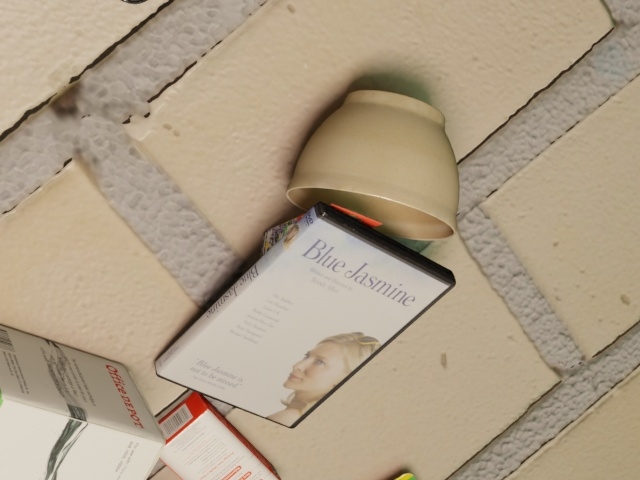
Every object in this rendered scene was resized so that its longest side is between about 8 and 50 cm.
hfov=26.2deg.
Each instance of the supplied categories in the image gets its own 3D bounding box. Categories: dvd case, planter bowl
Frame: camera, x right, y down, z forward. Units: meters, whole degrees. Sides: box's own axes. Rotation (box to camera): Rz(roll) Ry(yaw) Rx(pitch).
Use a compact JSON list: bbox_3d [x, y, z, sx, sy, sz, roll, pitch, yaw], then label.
[{"bbox_3d":[-0.015,0.081,1.332,0.180,0.022,0.253,27,121,-34],"label":"dvd case"},{"bbox_3d":[0.058,-0.074,1.279,0.162,0.162,0.109,21,77,-31],"label":"planter bowl"}]

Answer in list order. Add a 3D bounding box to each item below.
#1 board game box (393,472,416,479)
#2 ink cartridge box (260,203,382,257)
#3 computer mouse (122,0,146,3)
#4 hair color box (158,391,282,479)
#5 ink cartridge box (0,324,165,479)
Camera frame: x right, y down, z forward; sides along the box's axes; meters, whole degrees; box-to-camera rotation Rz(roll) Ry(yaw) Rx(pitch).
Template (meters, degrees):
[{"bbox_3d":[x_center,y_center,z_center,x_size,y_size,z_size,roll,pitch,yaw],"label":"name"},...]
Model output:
[{"bbox_3d":[0.089,0.375,1.569,0.124,0.039,0.259,-30,125,-9],"label":"board game box"},{"bbox_3d":[0.000,0.000,1.304,0.062,0.115,0.029,20,66,-30],"label":"ink cartridge box"},{"bbox_3d":[-0.104,-0.303,1.150,0.071,0.041,0.242,22,104,-32],"label":"computer mouse"},{"bbox_3d":[-0.106,0.225,1.403,0.072,0.043,0.141,-40,122,-2],"label":"hair color box"},{"bbox_3d":[-0.262,0.152,1.233,0.208,0.153,0.087,22,104,-30],"label":"ink cartridge box"}]
